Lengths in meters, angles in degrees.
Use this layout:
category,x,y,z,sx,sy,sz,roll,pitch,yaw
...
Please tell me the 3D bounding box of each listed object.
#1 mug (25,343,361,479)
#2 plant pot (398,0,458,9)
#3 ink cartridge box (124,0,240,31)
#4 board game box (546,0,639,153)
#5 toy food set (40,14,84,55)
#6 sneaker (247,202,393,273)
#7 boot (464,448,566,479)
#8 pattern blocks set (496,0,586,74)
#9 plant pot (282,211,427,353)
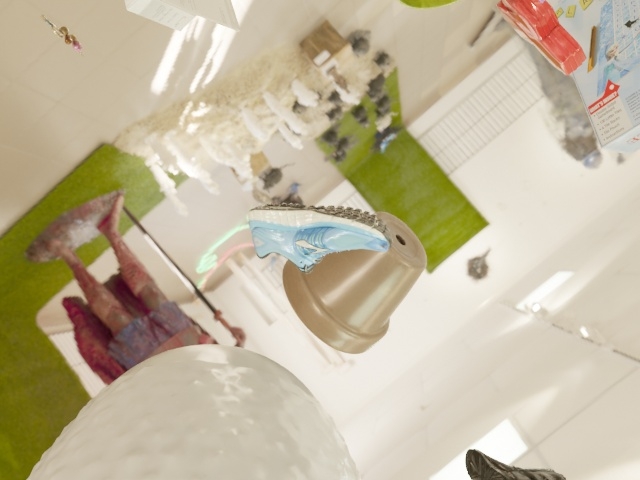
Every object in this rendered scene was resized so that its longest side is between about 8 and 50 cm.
category,x,y,z,sx,sy,sz,roll,pitch,yaw
mug,-0.123,0.272,0.427,0.374,0.276,0.328,-41,-155,23
plant pot,0.211,-0.649,1.140,0.275,0.293,0.275,-18,164,-5
ink cartridge box,-0.322,-0.591,1.308,0.066,0.296,0.261,-28,161,34
board game box,0.407,-0.313,0.667,0.066,0.318,0.318,2,156,-31
toy food set,-0.578,-0.467,1.377,0.019,0.078,0.122,-39,175,2
sneaker,0.000,0.000,0.664,0.063,0.162,0.073,-34,127,-69
boot,0.270,0.324,0.832,0.099,0.045,0.121,7,-179,-19
pattern blocks set,0.047,-0.258,0.417,0.026,0.325,0.285,-44,155,18
plant pot,0.092,0.068,1.246,0.229,0.263,0.263,-43,172,29
